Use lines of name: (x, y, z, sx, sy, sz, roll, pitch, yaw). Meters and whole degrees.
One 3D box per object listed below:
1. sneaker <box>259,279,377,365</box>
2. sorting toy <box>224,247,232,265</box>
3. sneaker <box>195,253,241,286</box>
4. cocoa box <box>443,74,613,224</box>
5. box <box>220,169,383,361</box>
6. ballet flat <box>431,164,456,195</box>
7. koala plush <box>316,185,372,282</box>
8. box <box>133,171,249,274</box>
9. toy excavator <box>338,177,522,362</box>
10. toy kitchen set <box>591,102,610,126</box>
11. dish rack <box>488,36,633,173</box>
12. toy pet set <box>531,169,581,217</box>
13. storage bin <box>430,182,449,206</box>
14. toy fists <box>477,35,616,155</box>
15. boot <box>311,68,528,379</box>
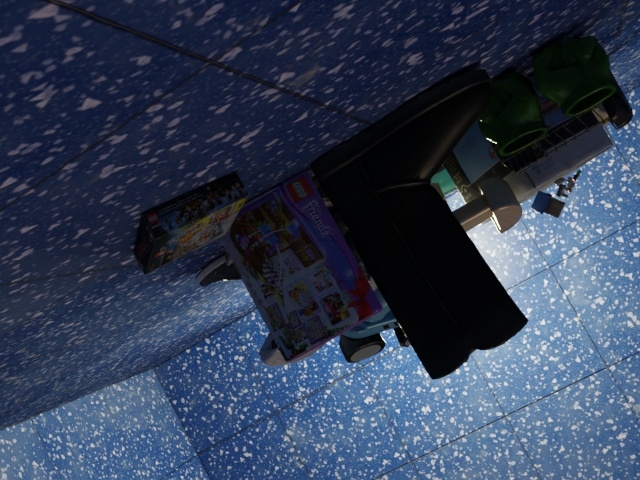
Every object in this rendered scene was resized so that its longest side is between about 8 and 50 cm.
sneaker: (-0.030, 0.109, 1.838, 0.366, 0.210, 0.137, -46, 144, 14)
sorting toy: (-0.172, 0.009, 1.794, 0.083, 0.045, 0.075, -24, 165, -35)
sneaker: (-0.177, 0.098, 1.922, 0.226, 0.163, 0.086, -29, 176, 15)
cocoa box: (0.464, -0.218, 1.906, 0.231, 0.228, 0.347, -28, 173, -14)
box: (-0.042, 0.047, 1.477, 0.201, 0.293, 0.057, -28, 172, 0)
ballet flat: (0.227, -0.128, 2.207, 0.348, 0.123, 0.123, -26, 174, -6)
koala plush: (0.032, 0.002, 1.645, 0.203, 0.221, 0.196, -8, 172, -33)
box: (-0.213, -0.023, 1.297, 0.159, 0.044, 0.233, -27, 174, -21)
toy excavator: (0.220, 0.061, 1.863, 0.432, 0.222, 0.445, -15, 152, -13)
toy kitchen set: (0.664, -0.372, 2.119, 0.207, 0.166, 0.122, 4, 148, -36)
dish rack: (0.468, -0.271, 1.656, 0.271, 0.208, 0.074, -32, 161, 28)
toy pet set: (0.521, -0.112, 1.790, 0.122, 0.065, 0.114, -21, 135, -68)
storage bin: (0.152, -0.033, 2.016, 0.262, 0.123, 0.260, 0, 147, -36)
toy fists: (0.426, -0.291, 1.575, 0.279, 0.142, 0.096, -33, 156, 32)
boot: (0.238, -0.025, 1.437, 0.367, 0.445, 0.146, -31, 174, 17)
